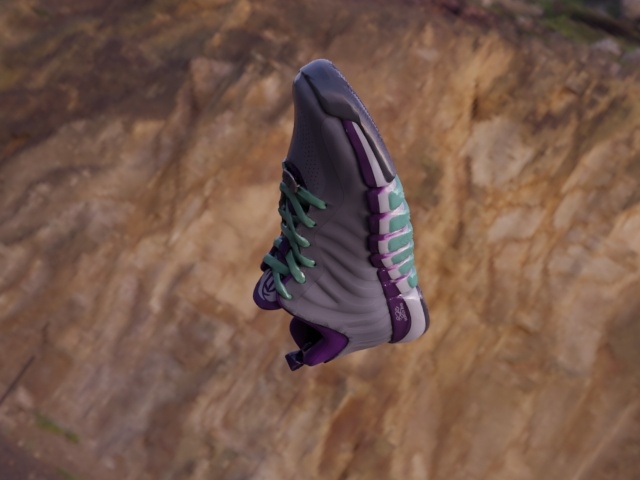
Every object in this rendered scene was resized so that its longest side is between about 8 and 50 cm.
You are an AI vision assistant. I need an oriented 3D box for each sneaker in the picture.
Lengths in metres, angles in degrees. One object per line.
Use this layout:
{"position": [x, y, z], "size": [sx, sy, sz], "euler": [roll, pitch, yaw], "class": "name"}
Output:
{"position": [0.000, 0.000, 0.745], "size": [0.083, 0.098, 0.223], "euler": [-121, -171, -46], "class": "sneaker"}
